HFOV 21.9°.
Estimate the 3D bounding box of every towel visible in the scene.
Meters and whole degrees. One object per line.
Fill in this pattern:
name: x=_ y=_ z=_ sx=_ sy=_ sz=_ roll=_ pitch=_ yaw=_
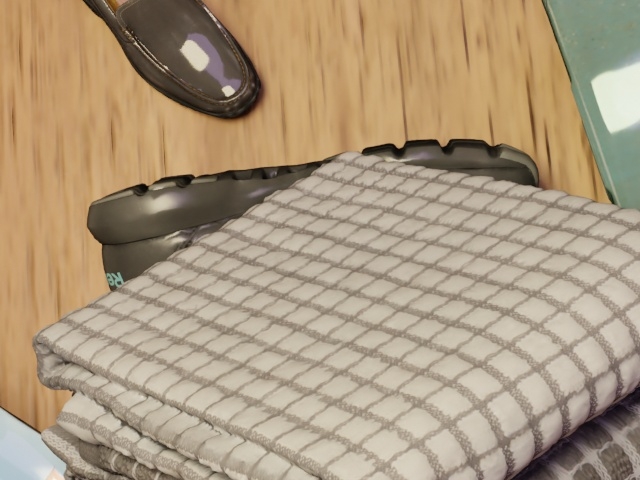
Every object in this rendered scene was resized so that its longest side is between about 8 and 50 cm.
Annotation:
towel: x=0.024 y=0.073 z=0.785 sx=0.235 sy=0.121 sz=0.284 roll=-32 pitch=28 yaw=-31

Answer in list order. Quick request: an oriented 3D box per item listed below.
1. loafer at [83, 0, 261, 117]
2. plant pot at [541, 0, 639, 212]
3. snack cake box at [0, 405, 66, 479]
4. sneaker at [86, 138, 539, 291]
loafer: x=-0.107 y=-0.143 z=1.042 sx=0.170 sy=0.061 sz=0.062 roll=41 pitch=82 yaw=15
plant pot: x=0.300 y=-0.101 z=0.861 sx=0.334 sy=0.341 sz=0.341 roll=-20 pitch=73 yaw=10
snack cake box: x=-0.206 y=0.129 z=0.931 sx=0.264 sy=0.152 sz=0.089 roll=30 pitch=80 yaw=14
sneaker: x=0.000 y=0.000 z=0.987 sx=0.267 sy=0.101 sz=0.106 roll=-10 pitch=94 yaw=5
